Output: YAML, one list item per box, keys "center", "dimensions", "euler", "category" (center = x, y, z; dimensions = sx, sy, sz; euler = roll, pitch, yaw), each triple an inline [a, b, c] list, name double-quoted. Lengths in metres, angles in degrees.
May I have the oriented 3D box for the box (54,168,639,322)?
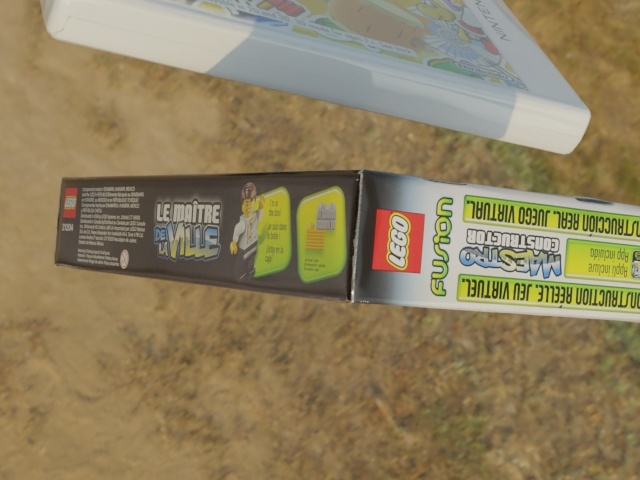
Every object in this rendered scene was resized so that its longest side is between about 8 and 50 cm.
- center: [0.000, 0.000, 0.447]
  dimensions: [0.114, 0.207, 0.036]
  euler: [5, 89, -32]
  category: "box"

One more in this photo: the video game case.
- center: [-0.017, -0.122, 0.566]
  dimensions: [0.227, 0.026, 0.206]
  euler: [9, 33, -25]
  category: "video game case"
